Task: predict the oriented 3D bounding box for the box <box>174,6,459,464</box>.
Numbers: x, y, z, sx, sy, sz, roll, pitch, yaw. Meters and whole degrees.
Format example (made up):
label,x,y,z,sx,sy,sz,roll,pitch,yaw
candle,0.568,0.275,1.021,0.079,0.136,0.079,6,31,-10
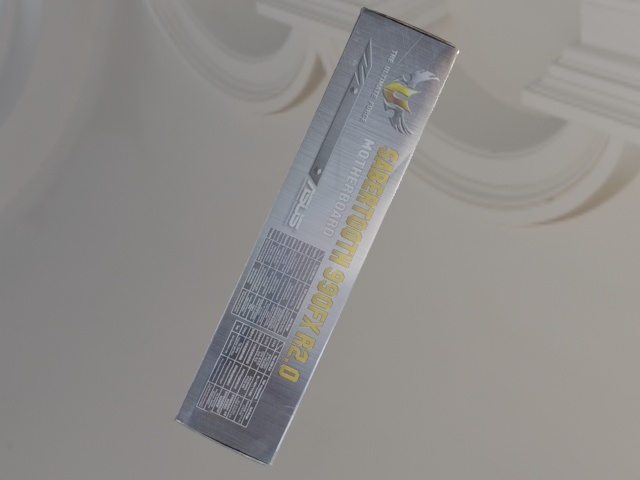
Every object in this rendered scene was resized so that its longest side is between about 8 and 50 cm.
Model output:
label,x,y,z,sx,sy,sz,roll,pitch,yaw
box,0.000,0.000,0.549,0.056,0.231,0.183,24,178,1
